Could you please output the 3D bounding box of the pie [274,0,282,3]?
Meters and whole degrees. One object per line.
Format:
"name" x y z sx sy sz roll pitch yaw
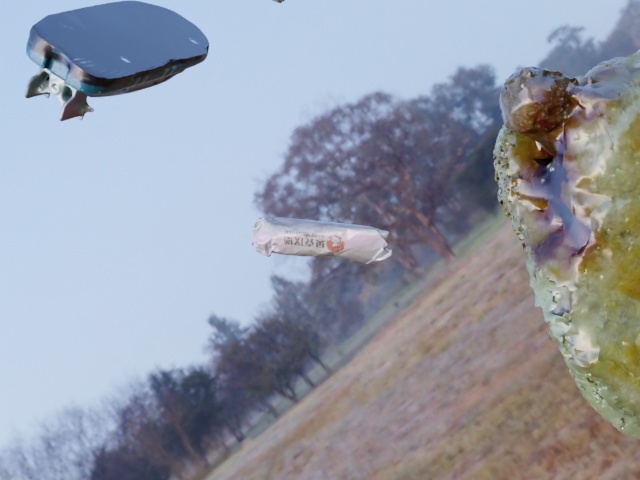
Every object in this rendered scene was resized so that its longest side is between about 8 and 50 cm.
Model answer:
"pie" -0.048 -0.421 1.081 0.055 0.274 0.274 2 -2 12

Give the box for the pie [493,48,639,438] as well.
"pie" 0.387 -0.012 1.014 0.395 0.417 0.180 -16 -3 -21

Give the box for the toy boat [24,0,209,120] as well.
"toy boat" -0.264 -0.236 1.201 0.092 0.134 0.299 -60 -11 29

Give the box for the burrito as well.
"burrito" 0.001 0.000 1.286 0.203 0.064 0.064 4 -6 6
